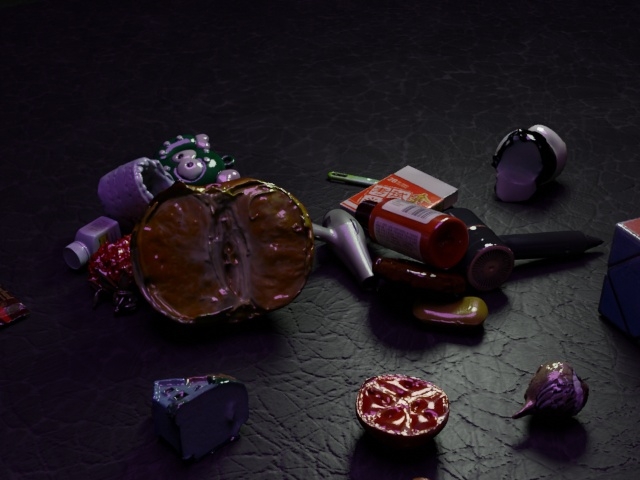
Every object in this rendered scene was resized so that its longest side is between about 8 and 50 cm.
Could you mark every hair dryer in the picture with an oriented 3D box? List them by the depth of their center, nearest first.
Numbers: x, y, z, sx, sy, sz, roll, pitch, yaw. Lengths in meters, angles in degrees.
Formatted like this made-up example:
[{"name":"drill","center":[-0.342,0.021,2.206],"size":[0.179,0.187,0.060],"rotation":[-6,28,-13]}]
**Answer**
[{"name":"hair dryer","center":[0.028,0.018,1.899],"size":[0.224,0.088,0.219],"rotation":[-5,42,-48]},{"name":"hair dryer","center":[0.418,0.006,1.956],"size":[0.352,0.107,0.189],"rotation":[-3,29,-19]}]

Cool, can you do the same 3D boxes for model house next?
[{"name":"model house","center":[-0.214,0.260,1.520],"size":[0.148,0.120,0.148],"rotation":[19,36,41]}]

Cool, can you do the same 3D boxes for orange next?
[{"name":"orange","center":[-0.182,0.028,1.772],"size":[0.334,0.196,0.263],"rotation":[-14,74,-15]}]

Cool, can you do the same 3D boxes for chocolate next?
[{"name":"chocolate","center":[-0.632,0.112,1.830],"size":[0.086,0.028,0.182],"rotation":[-21,36,-34]}]

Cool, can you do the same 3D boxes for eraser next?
[{"name":"eraser","center":[0.177,-0.085,2.124],"size":[0.230,0.038,0.157],"rotation":[-30,44,-34]}]

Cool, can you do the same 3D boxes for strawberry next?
[{"name":"strawberry","center":[-0.357,0.027,1.892],"size":[0.188,0.106,0.286],"rotation":[9,32,11]}]

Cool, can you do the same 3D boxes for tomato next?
[{"name":"tomato","center":[0.128,0.284,1.510],"size":[0.155,0.069,0.156],"rotation":[1,29,-1]}]

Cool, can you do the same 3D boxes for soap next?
[{"name":"soap","center":[0.242,0.132,1.777],"size":[0.140,0.045,0.089],"rotation":[5,32,12]}]

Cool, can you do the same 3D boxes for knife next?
[{"name":"knife","center":[0.113,-0.131,2.233],"size":[0.212,0.015,0.054],"rotation":[12,39,16]}]

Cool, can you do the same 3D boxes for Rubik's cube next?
[{"name":"Rubik's cube","center":[0.655,0.079,1.715],"size":[0.207,0.205,0.205],"rotation":[-14,35,-23]}]

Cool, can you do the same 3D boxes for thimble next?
[{"name":"thimble","center":[-0.380,-0.094,2.010],"size":[0.117,0.151,0.127],"rotation":[-22,52,23]}]

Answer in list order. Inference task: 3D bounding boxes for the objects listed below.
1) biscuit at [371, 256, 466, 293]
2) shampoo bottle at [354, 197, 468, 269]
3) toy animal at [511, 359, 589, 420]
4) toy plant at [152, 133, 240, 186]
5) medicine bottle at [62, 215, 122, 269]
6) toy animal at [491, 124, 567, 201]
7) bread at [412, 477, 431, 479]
[{"name":"biscuit","center":[0.188,0.070,1.819],"size":[0.192,0.049,0.192],"rotation":[11,9,-2]},{"name":"shampoo bottle","center":[0.169,-0.026,1.911],"size":[0.104,0.104,0.278],"rotation":[-20,25,-28]},{"name":"toy animal","center":[0.375,0.259,1.539],"size":[0.098,0.098,0.137],"rotation":[23,55,32]},{"name":"toy plant","center":[-0.306,-0.143,2.157],"size":[0.232,0.113,0.243],"rotation":[36,62,28]},{"name":"medicine bottle","center":[-0.466,0.010,1.949],"size":[0.055,0.074,0.118],"rotation":[21,38,29]},{"name":"toy animal","center":[0.483,-0.184,2.204],"size":[0.138,0.166,0.179],"rotation":[47,37,15]},{"name":"bread","center":[0.121,0.395,1.355],"size":[0.052,0.044,0.157],"rotation":[25,40,25]}]
